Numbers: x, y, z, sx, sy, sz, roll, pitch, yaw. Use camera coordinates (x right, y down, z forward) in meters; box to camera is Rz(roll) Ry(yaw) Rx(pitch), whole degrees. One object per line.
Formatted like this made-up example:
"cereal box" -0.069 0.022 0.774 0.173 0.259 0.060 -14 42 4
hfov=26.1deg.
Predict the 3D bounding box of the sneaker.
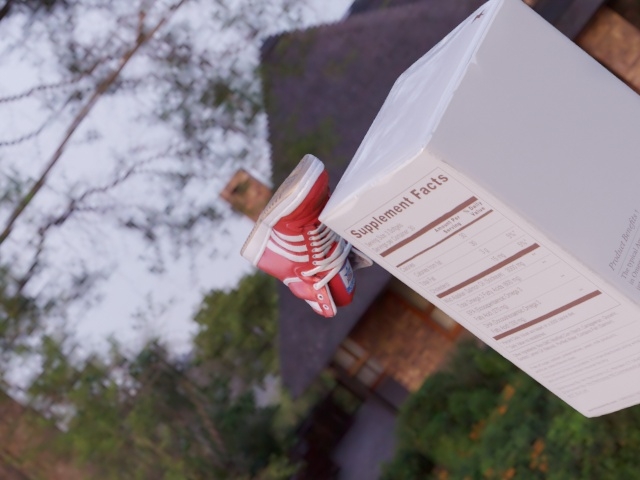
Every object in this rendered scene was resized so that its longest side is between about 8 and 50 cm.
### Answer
"sneaker" 0.000 0.000 0.726 0.042 0.067 0.118 -52 -1 -23

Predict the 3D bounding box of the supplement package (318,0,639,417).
"supplement package" 0.111 -0.013 0.671 0.105 0.179 0.105 -35 22 58
